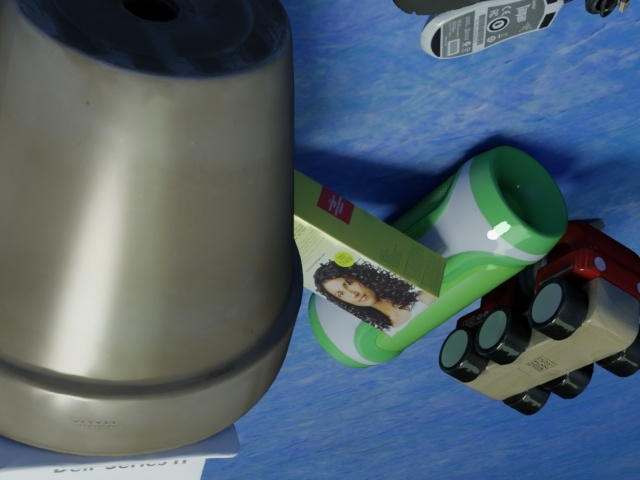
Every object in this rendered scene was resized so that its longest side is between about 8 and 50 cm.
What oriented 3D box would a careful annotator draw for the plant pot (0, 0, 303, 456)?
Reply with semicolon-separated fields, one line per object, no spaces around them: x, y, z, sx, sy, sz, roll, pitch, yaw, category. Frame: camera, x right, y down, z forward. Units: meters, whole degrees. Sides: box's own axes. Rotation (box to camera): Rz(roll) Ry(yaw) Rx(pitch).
-0.146;-0.055;0.856;0.323;0.323;0.280;0;133;-22;plant pot

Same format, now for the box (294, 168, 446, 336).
0.000;0.000;1.120;0.232;0.058;0.087;30;136;-12;box

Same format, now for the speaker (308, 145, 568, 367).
0.115;0.025;1.243;0.131;0.131;0.296;12;143;-37;speaker

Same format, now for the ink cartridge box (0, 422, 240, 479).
-0.209;0.095;0.988;0.207;0.353;0.119;1;126;-22;ink cartridge box

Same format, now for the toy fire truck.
0.259;0.044;1.264;0.158;0.246;0.217;28;144;-21;toy fire truck

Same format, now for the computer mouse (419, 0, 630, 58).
0.167;-0.201;0.954;0.193;0.042;0.106;-17;156;-4;computer mouse

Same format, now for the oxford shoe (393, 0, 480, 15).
0.147;-0.236;0.841;0.227;0.083;0.096;-20;146;10;oxford shoe
